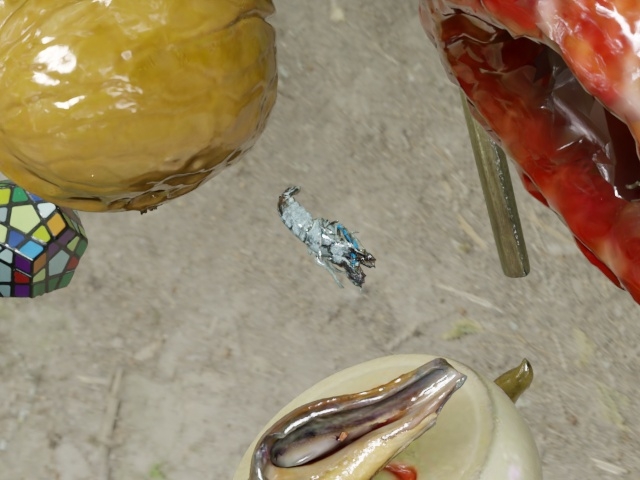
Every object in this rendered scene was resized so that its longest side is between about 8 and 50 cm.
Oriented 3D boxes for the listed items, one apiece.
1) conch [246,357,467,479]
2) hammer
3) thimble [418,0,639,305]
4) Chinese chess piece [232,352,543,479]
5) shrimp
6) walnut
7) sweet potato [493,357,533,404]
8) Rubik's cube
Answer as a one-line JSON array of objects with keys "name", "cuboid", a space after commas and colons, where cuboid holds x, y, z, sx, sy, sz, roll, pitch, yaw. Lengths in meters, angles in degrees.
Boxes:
[{"name": "conch", "cuboid": [-0.007, 0.160, 0.902, 0.086, 0.080, 0.232, 39, 82, -3]}, {"name": "hammer", "cuboid": [0.143, -0.134, 1.196, 0.111, 0.043, 0.365, 15, 127, 55]}, {"name": "thimble", "cuboid": [0.224, -0.105, 0.749, 0.230, 0.350, 0.350, -41, 65, -1]}, {"name": "Chinese chess piece", "cuboid": [0.049, 0.211, 1.086, 0.273, 0.102, 0.273, -23, 30, 14]}, {"name": "shrimp", "cuboid": [-0.004, 0.001, 1.751, 0.174, 0.076, 0.082, 42, 128, 19]}, {"name": "walnut", "cuboid": [-0.092, -0.098, 0.754, 0.087, 0.211, 0.167, 6, 119, 48]}, {"name": "sweet potato", "cuboid": [0.159, 0.211, 1.367, 0.069, 0.059, 0.249, 50, 132, 15]}, {"name": "Rubik's cube", "cuboid": [-0.294, -0.003, 1.292, 0.133, 0.112, 0.133, -23, 56, 40]}]
